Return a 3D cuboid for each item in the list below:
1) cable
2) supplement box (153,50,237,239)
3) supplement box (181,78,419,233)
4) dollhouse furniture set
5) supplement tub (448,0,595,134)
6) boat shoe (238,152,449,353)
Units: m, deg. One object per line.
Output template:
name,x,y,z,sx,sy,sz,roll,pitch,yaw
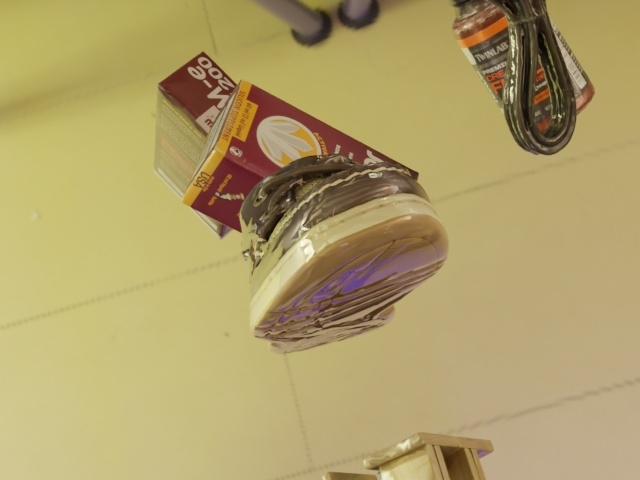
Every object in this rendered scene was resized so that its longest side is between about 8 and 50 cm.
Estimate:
cable,0.162,-0.218,1.159,0.139,0.287,0.072,-40,29,-26
supplement box,-0.128,-0.106,1.573,0.073,0.239,0.130,-42,81,-20
supplement box,-0.016,-0.048,1.201,0.188,0.081,0.104,27,45,-12
dollhouse furniture set,0.070,0.269,1.203,0.184,0.129,0.129,-30,63,30
supplement tub,0.219,-0.220,1.510,0.106,0.106,0.198,-36,103,0
boat shoe,0.000,0.000,0.712,0.103,0.285,0.092,-18,80,-5
